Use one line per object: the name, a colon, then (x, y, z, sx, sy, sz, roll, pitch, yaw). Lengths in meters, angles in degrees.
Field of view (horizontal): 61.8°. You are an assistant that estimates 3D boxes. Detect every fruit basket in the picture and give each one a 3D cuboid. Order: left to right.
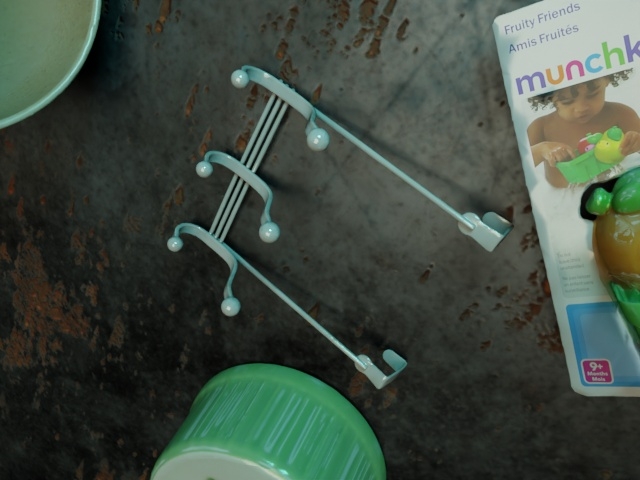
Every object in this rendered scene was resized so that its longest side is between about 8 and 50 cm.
fruit basket: (0.329, -0.048, 0.397, 0.327, 0.165, 0.353, -11, 104, 24)

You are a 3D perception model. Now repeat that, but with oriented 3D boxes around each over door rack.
over door rack: (0.000, 0.000, 0.570, 0.324, 0.108, 0.239, 33, 119, 5)

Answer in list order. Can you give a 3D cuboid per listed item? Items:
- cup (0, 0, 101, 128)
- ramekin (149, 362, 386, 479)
cup: (-0.428, -0.268, 0.530, 0.237, 0.331, 0.331, 11, 118, 45)
ramekin: (-0.076, 0.332, 0.710, 0.303, 0.148, 0.303, 8, 114, 18)
